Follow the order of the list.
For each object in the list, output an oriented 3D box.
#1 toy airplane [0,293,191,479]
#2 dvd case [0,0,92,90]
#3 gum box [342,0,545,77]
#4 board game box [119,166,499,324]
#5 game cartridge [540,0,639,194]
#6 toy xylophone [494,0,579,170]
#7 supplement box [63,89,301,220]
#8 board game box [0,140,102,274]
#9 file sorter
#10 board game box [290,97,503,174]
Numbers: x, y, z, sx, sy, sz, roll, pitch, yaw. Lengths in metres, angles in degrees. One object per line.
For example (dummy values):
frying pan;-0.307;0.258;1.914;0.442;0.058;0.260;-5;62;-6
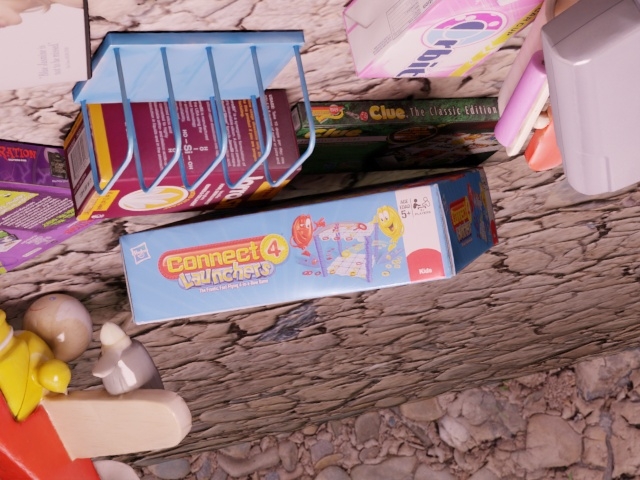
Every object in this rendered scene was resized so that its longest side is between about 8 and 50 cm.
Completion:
toy airplane;-0.332;0.195;1.963;0.386;0.272;0.384;21;150;5
dvd case;-0.299;-0.147;1.243;0.253;0.022;0.180;-8;164;-9
gum box;0.110;-0.192;1.289;0.107;0.062;0.188;-4;162;-29
board game box;0.000;0.000;1.631;0.308;0.086;0.302;-9;-177;14
game cartridge;0.303;-0.149;1.174;0.294;0.060;0.196;-23;142;-1
toy xylophone;0.283;-0.163;1.265;0.323;0.081;0.236;-14;152;-13
supplement box;-0.126;-0.077;1.498;0.188;0.080;0.104;-5;163;-23
board game box;-0.358;-0.012;1.633;0.208;0.056;0.347;11;154;-44
file sorter;-0.103;-0.103;1.382;0.170;0.104;0.118;-4;164;-25
board game box;0.072;-0.103;1.646;0.260;0.030;0.136;-3;165;-26
